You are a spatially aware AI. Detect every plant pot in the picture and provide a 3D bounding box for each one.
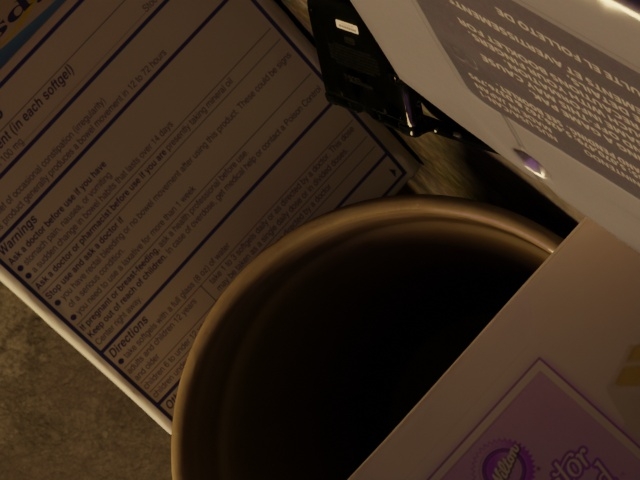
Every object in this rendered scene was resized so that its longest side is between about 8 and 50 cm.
[{"bbox_3d":[0.099,0.134,1.316,0.323,0.323,0.280,41,-169,15],"label":"plant pot"}]

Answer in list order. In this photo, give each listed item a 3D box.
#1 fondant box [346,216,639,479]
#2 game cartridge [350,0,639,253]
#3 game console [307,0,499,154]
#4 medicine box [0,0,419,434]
[{"bbox_3d":[0.120,0.065,0.820,0.096,0.238,0.330,42,174,10],"label":"fondant box"},{"bbox_3d":[0.116,-0.028,0.499,0.294,0.060,0.196,36,168,32],"label":"game cartridge"},{"bbox_3d":[0.054,-0.100,1.144,0.122,0.071,0.107,29,135,62],"label":"game console"},{"bbox_3d":[-0.127,-0.063,1.346,0.289,0.263,0.149,46,172,-29],"label":"medicine box"}]
